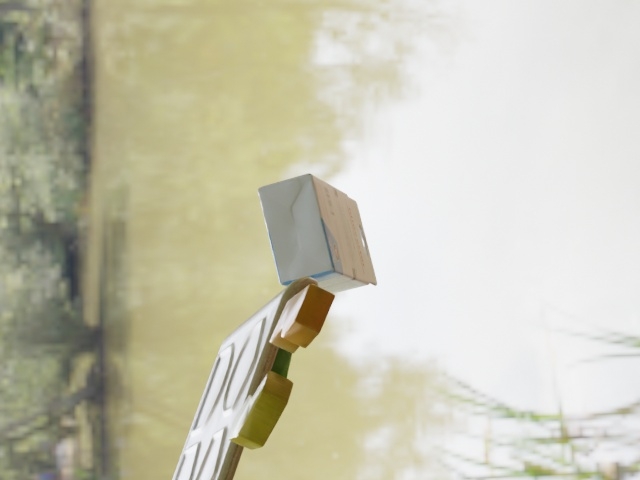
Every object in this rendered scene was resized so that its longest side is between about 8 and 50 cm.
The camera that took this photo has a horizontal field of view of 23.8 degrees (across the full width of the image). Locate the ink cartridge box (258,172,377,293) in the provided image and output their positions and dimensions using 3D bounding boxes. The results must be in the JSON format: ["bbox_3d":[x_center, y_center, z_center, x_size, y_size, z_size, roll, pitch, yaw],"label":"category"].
[{"bbox_3d":[0.000,0.000,1.578,0.180,0.060,0.104,25,-130,-72],"label":"ink cartridge box"}]

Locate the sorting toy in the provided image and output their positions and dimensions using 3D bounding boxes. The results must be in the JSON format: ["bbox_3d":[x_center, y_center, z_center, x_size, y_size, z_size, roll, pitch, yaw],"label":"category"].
[{"bbox_3d":[-0.058,0.137,1.101,0.229,0.041,0.307,-66,9,-19],"label":"sorting toy"}]
